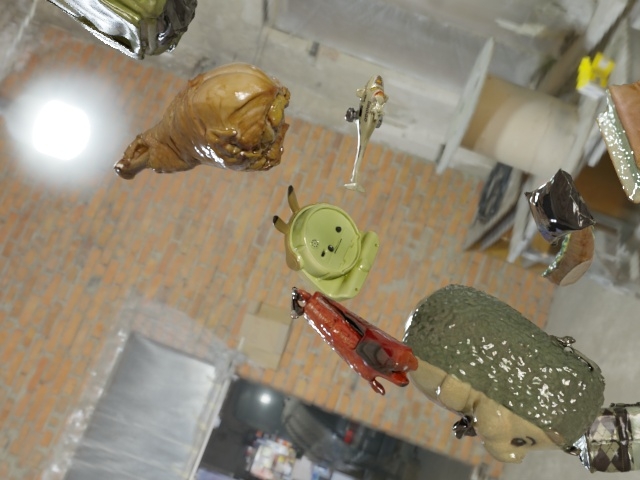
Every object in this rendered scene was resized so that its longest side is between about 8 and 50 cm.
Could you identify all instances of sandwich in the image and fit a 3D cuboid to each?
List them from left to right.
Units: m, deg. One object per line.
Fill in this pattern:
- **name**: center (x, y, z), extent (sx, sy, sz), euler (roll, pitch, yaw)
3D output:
- **sandwich**: center (0.599, -0.204, 1.434), extent (0.220, 0.186, 0.108), euler (-41, -28, -15)

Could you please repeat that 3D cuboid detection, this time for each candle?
- **candle**: center (0.036, 0.133, 1.138), extent (0.302, 0.059, 0.084), euler (36, 103, 49)

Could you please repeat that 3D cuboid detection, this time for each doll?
- **doll**: center (0.288, 0.226, 1.276), extent (0.247, 0.350, 0.247), euler (-34, -43, -40)

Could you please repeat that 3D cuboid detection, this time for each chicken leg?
- **chicken leg**: center (-0.200, -0.182, 1.425), extent (0.295, 0.409, 0.182), euler (10, -115, -55)

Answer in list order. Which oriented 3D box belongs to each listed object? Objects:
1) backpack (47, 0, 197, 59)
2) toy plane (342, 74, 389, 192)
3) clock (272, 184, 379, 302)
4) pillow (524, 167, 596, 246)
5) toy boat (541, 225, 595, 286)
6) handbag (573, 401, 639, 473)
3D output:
- **backpack**: center (-0.233, -0.301, 0.866), extent (0.140, 0.207, 0.253), euler (-58, 7, -7)
- **toy plane**: center (0.111, -0.265, 1.878), extent (0.108, 0.092, 0.286), euler (-139, 61, -65)
- **clock**: center (0.000, 0.000, 1.490), extent (0.069, 0.232, 0.170), euler (-23, 34, 52)
- **pillow**: center (0.338, -0.044, 1.093), extent (0.150, 0.048, 0.090), euler (108, 154, -81)
- **toy boat**: center (0.613, 0.028, 1.849), extent (0.293, 0.109, 0.099), euler (85, 164, -58)
- **handbag**: center (0.779, 0.433, 1.752), extent (0.317, 0.416, 0.180), euler (59, -152, -81)
